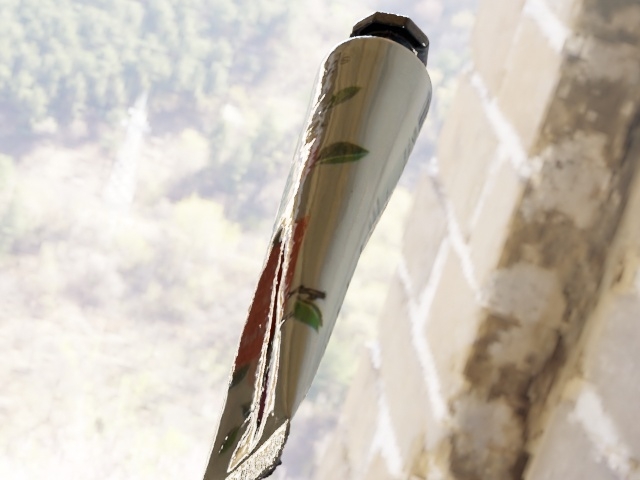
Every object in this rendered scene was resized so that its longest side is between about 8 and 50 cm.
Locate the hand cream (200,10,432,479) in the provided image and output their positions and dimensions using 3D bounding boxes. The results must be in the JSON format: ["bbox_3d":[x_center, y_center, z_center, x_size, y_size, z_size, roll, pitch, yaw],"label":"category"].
[{"bbox_3d":[0.000,0.000,0.530,0.050,0.080,0.234,28,50,-11],"label":"hand cream"}]
